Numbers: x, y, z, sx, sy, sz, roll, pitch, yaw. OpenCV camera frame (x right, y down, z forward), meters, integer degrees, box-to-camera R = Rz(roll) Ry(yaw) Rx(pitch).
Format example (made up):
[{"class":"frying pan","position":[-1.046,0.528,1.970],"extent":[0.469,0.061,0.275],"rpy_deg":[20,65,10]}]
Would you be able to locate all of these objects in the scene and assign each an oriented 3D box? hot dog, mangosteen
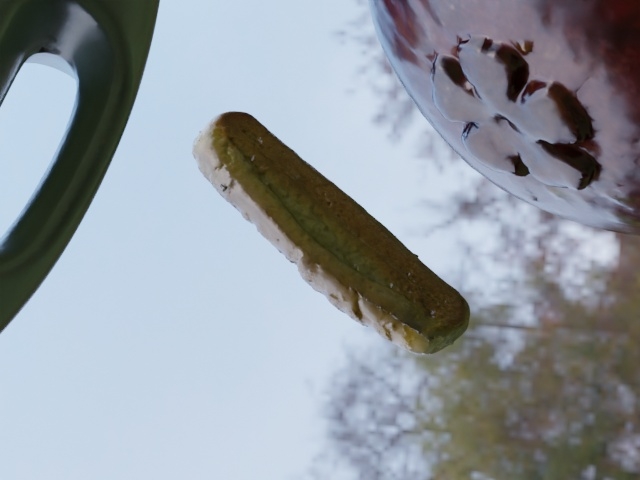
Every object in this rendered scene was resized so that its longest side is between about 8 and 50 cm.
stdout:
[{"class":"hot dog","position":[0.000,0.000,1.084],"extent":[0.066,0.216,0.047],"rpy_deg":[-33,-24,-45]},{"class":"mangosteen","position":[0.137,-0.127,0.634],"extent":[0.257,0.215,0.215],"rpy_deg":[-52,-39,-24]}]

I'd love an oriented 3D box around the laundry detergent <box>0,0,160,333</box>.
[{"class":"laundry detergent","position":[-0.187,-0.129,0.906],"extent":[0.398,0.264,0.125],"rpy_deg":[-51,3,-24]}]
